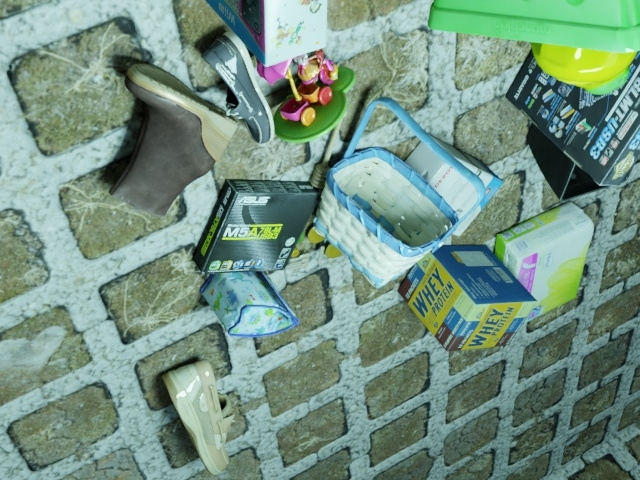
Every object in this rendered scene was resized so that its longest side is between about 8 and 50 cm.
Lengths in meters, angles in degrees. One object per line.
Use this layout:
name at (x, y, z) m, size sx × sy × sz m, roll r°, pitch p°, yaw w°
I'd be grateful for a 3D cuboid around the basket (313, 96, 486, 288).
basket at (0.130, -0.082, 1.766) m, size 0.201 × 0.255 × 0.289 m, roll -33°, pitch 164°, yaw -42°

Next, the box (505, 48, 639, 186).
box at (0.507, -0.299, 1.800) m, size 0.073 × 0.293 × 0.295 m, roll -3°, pitch 131°, yaw -39°

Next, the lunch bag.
lunch bag at (-0.124, 0.111, 1.854) m, size 0.151 × 0.129 × 0.096 m, roll 10°, pitch 123°, yaw -44°

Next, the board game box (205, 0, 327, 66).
board game box at (-0.084, -0.409, 1.249) m, size 0.098 × 0.224 × 0.303 m, roll -23°, pitch 141°, yaw -21°

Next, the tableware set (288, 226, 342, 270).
tableware set at (0.000, 0.000, 1.930) m, size 0.154 × 0.024 × 0.104 m, roll -15°, pitch 135°, yaw -26°

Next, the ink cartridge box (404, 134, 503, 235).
ink cartridge box at (0.243, -0.107, 1.961) m, size 0.203 × 0.086 × 0.148 m, roll 19°, pitch 115°, yaw -48°

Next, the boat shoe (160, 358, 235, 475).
boat shoe at (-0.227, 0.371, 2.053) m, size 0.110 × 0.121 × 0.341 m, roll -28°, pitch 141°, yaw -12°

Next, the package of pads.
package of pads at (0.522, 0.065, 2.365) m, size 0.229 × 0.101 × 0.296 m, roll -24°, pitch 142°, yaw -17°

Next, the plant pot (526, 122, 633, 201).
plant pot at (0.529, -0.217, 2.014) m, size 0.188 × 0.167 × 0.187 m, roll -18°, pitch 139°, yaw -26°

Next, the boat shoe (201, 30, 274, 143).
boat shoe at (-0.130, -0.224, 1.532) m, size 0.065 × 0.075 × 0.206 m, roll -37°, pitch 136°, yaw -18°

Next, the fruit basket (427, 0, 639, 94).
fruit basket at (0.387, -0.356, 1.557) m, size 0.283 × 0.392 × 0.392 m, roll -42°, pitch 150°, yaw -34°

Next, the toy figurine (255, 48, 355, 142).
toy figurine at (-0.032, -0.268, 1.556) m, size 0.173 × 0.130 × 0.159 m, roll -50°, pitch 138°, yaw -20°

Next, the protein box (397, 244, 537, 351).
protein box at (0.320, 0.121, 2.175) m, size 0.201 × 0.200 × 0.136 m, roll 0°, pitch 129°, yaw -39°

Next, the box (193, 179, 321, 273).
box at (-0.114, -0.024, 1.788) m, size 0.191 × 0.045 × 0.184 m, roll -1°, pitch 131°, yaw -40°

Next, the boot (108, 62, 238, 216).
boot at (-0.253, -0.141, 1.507) m, size 0.207 × 0.090 × 0.248 m, roll -48°, pitch 146°, yaw 10°

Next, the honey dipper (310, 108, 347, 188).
honey dipper at (0.019, -0.165, 1.762) m, size 0.031 × 0.030 × 0.160 m, roll -6°, pitch 130°, yaw -36°
